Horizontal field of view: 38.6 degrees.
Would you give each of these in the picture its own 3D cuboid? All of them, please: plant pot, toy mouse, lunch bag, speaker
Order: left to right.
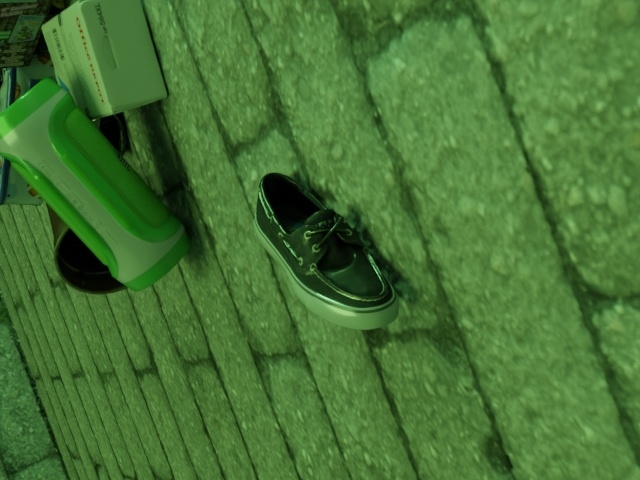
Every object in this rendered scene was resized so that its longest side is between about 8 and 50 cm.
[{"bbox_3d":[-0.553,-0.220,1.642,0.243,0.114,0.304,31,116,54],"label":"lunch bag"},{"bbox_3d":[-0.452,-0.390,1.495,0.143,0.031,0.161,4,112,61],"label":"toy mouse"},{"bbox_3d":[-0.312,-0.073,1.245,0.296,0.131,0.131,51,158,-18],"label":"speaker"},{"bbox_3d":[-0.351,-0.030,1.428,0.165,0.166,0.167,51,148,45],"label":"plant pot"}]

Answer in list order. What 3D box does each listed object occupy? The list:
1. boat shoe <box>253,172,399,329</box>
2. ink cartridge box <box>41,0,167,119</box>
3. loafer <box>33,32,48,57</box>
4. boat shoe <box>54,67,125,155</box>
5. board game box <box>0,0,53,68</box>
[{"bbox_3d":[0.000,0.000,0.890,0.228,0.080,0.076,48,148,49],"label":"boat shoe"},{"bbox_3d":[-0.298,-0.246,1.249,0.203,0.085,0.148,7,115,60],"label":"ink cartridge box"},{"bbox_3d":[-0.495,-0.381,1.556,0.062,0.061,0.170,-38,70,33],"label":"loafer"},{"bbox_3d":[-0.344,-0.210,1.394,0.083,0.065,0.183,18,129,54],"label":"boat shoe"},{"bbox_3d":[-0.519,-0.442,1.399,0.291,0.141,0.232,-47,66,46],"label":"board game box"}]
